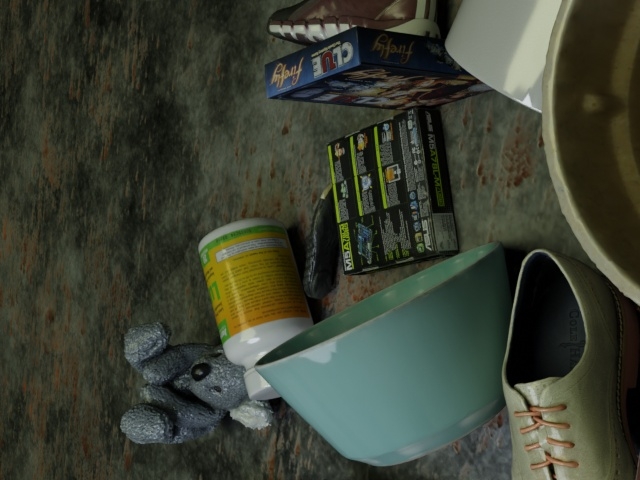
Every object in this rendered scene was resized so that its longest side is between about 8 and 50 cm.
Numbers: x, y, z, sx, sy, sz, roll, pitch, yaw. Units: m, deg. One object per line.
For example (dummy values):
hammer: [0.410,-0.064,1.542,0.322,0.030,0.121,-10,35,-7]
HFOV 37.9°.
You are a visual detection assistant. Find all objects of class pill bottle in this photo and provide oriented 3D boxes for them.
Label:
pill bottle: [-0.087,0.102,1.367,0.136,0.136,0.245,-37,62,45]

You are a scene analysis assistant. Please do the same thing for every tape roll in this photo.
tape roll: [0.257,-0.212,0.851,0.246,0.246,0.169,45,124,41]

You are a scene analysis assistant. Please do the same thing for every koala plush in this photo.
koala plush: [-0.168,0.220,1.472,0.221,0.203,0.196,-20,62,28]

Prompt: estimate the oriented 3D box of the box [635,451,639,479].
box: [0.388,0.192,0.754,0.203,0.167,0.168,16,102,50]

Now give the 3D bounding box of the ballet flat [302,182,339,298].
ballet flat: [0.000,0.000,1.323,0.049,0.058,0.173,32,114,52]

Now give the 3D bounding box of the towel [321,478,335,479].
towel: [0.093,0.478,1.144,0.332,0.053,0.316,1,90,51]

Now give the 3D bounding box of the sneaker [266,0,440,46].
sneaker: [0.052,-0.332,1.234,0.281,0.106,0.162,14,96,40]

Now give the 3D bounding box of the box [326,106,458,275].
box: [0.089,-0.059,1.223,0.184,0.045,0.190,-18,78,52]

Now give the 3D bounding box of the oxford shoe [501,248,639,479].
oxford shoe: [0.221,0.196,0.877,0.141,0.146,0.396,-20,53,35]

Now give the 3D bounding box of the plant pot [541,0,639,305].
plant pot: [0.384,-0.099,0.646,0.334,0.306,0.333,1,92,52]

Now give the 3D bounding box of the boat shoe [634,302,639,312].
boat shoe: [0.328,0.058,0.921,0.133,0.049,0.042,44,116,36]

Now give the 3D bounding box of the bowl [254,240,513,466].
bowl: [0.098,0.140,1.048,0.312,0.312,0.163,-27,88,48]

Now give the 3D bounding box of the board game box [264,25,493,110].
board game box: [0.082,-0.191,1.070,0.165,0.243,0.042,-9,85,52]
